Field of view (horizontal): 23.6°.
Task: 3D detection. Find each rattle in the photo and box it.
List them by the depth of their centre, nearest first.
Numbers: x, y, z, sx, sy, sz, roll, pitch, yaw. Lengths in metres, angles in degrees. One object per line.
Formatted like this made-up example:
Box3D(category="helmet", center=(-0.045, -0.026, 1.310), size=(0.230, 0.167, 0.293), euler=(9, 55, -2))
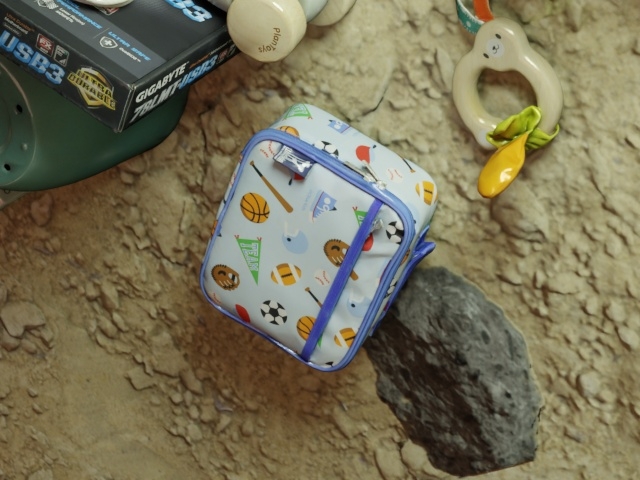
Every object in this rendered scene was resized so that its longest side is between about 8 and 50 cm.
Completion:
Box3D(category="rattle", center=(0.165, -0.167, 1.597), size=(0.130, 0.143, 0.199), euler=(15, 131, 47))

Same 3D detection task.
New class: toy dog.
Box3D(category="toy dog", center=(-0.108, -0.331, 1.637), size=(0.334, 0.220, 0.161), euler=(18, 129, -7))

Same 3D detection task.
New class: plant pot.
Box3D(category="plant pot", center=(-0.342, -0.191, 1.837), size=(0.293, 0.235, 0.293), euler=(15, 123, 24))

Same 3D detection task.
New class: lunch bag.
Box3D(category="lunch bag", center=(0.000, 0.000, 1.809), size=(0.243, 0.115, 0.303), euler=(33, 130, 10))

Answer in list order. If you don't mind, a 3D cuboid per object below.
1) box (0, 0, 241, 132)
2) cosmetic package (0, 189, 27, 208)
Box3D(category="box", center=(-0.244, -0.272, 1.691), size=(0.295, 0.293, 0.073), euler=(34, 131, 13))
Box3D(category="cosmetic package", center=(-0.495, -0.138, 2.063), size=(0.117, 0.085, 0.231), euler=(-26, 98, 39))
